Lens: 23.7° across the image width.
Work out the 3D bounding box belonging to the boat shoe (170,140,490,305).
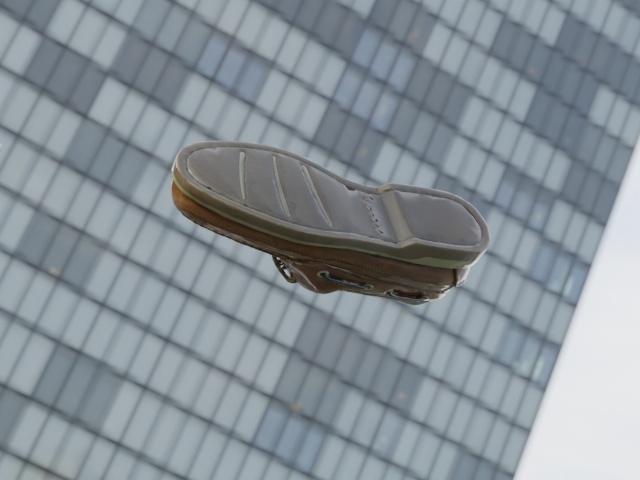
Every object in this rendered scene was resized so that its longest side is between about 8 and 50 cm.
[{"bbox_3d":[0.000,0.000,1.360,0.307,0.110,0.104,15,-49,-22],"label":"boat shoe"}]
